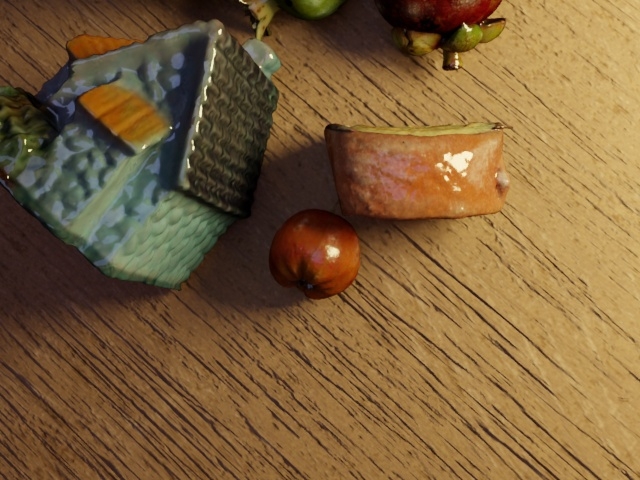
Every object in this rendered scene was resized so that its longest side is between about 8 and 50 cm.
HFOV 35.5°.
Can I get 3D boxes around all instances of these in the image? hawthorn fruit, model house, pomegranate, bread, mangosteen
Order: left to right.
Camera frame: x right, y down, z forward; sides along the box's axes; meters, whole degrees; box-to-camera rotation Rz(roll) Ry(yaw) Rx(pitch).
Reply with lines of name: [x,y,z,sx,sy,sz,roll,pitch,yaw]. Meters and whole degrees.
model house: [-0.209,-0.156,1.259,0.339,0.360,0.297,-45,78,2]
pomegranate: [-0.035,-0.359,1.364,0.169,0.148,0.148,-20,81,25]
hawthorn fruit: [-0.008,0.011,1.324,0.125,0.125,0.140,11,99,11]
bread: [0.125,-0.092,1.284,0.244,0.190,0.122,-1,98,7]
mangosteen: [0.162,-0.322,1.312,0.200,0.200,0.199,-1,85,10]
